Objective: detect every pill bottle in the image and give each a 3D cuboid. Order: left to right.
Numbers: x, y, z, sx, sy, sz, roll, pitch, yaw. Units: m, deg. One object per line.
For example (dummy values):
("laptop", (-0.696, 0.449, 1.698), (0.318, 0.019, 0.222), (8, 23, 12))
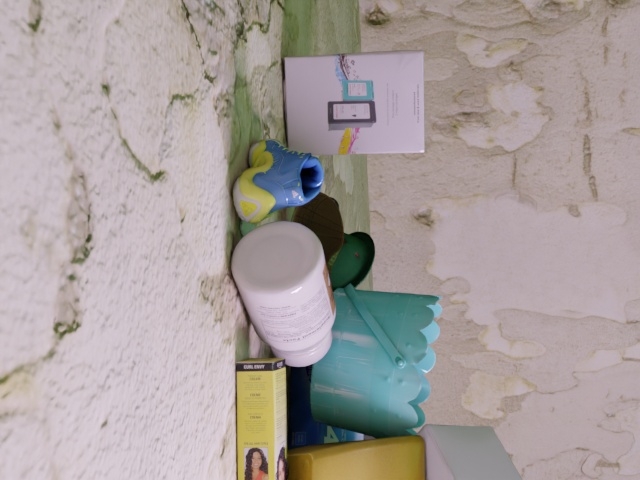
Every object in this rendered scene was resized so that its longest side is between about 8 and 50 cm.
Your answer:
("pill bottle", (-0.046, 0.088, 1.160), (0.229, 0.131, 0.131), (78, 13, -51))

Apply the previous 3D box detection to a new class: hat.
("hat", (0.000, 0.000, 1.756), (0.183, 0.173, 0.208), (41, 15, -32))

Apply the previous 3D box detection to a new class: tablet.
("tablet", (-0.109, -0.016, 1.186), (0.083, 0.006, 0.054), (75, 16, -55))

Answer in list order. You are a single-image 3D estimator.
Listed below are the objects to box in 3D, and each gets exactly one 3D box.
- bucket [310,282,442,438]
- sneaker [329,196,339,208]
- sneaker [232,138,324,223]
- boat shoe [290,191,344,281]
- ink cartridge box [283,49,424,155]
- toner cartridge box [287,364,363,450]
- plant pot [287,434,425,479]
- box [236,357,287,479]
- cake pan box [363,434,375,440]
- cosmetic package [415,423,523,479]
("bucket", (0.100, 0.210, 1.352), (0.281, 0.183, 0.281), (9, 90, -78))
("sneaker", (-0.011, 0.028, 1.623), (0.132, 0.086, 0.228), (84, 18, -56))
("sneaker", (-0.048, -0.097, 1.183), (0.240, 0.126, 0.091), (-77, 154, -60))
("boat shoe", (-0.028, 0.044, 1.445), (0.098, 0.109, 0.302), (-42, -145, 48))
("ink cartridge box", (0.075, -0.278, 1.588), (0.198, 0.270, 0.197), (-54, 142, -76))
("toner cartridge box", (0.012, 0.368, 1.488), (0.165, 0.075, 0.347), (33, 52, -52))
("plant pot", (0.023, 0.409, 1.206), (0.212, 0.187, 0.212), (-24, -120, 51))
("box", (-0.082, 0.286, 1.116), (0.087, 0.058, 0.232), (26, 62, -80))
("cake pan box", (0.112, 0.669, 2.129), (0.246, 0.070, 0.266), (-64, 161, -77))
("cosmetic package", (0.152, 0.532, 1.296), (0.453, 0.162, 0.230), (-56, -139, 30))
